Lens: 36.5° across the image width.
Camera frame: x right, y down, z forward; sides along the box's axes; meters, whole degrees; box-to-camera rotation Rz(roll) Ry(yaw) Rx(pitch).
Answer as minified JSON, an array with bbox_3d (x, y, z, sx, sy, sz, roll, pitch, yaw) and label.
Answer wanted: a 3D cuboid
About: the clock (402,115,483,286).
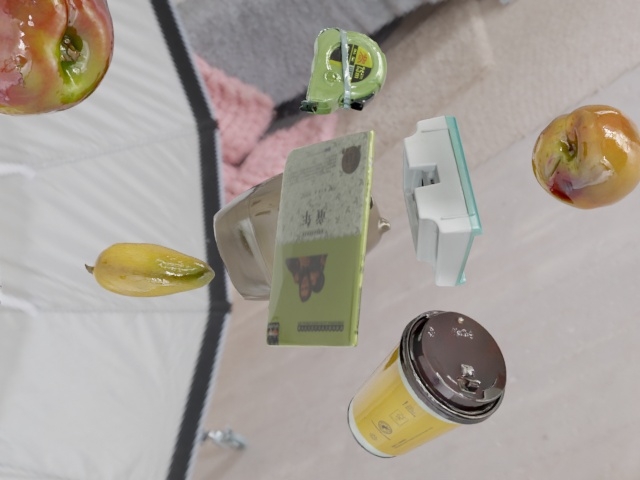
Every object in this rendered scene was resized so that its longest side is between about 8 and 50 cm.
[{"bbox_3d":[0.221,-0.072,1.878,0.231,0.116,0.262,92,172,-61],"label":"clock"}]

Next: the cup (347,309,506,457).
[{"bbox_3d":[0.167,0.247,1.601,0.280,0.196,0.196,-49,22,46],"label":"cup"}]

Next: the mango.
[{"bbox_3d":[-0.419,0.074,2.379,0.176,0.316,0.119,-79,-5,-71],"label":"mango"}]

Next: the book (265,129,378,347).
[{"bbox_3d":[0.000,0.000,1.593,0.239,0.035,0.352,-8,72,53],"label":"book"}]

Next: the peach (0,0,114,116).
[{"bbox_3d":[-0.301,-0.219,0.956,0.197,0.197,0.197,-36,31,27],"label":"peach"}]

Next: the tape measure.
[{"bbox_3d":[0.048,-0.322,1.842,0.087,0.154,0.178,107,171,-73],"label":"tape measure"}]

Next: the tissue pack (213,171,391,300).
[{"bbox_3d":[-0.032,-0.030,2.179,0.276,0.267,0.387,-20,4,33],"label":"tissue pack"}]

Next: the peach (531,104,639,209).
[{"bbox_3d":[0.344,-0.102,1.235,0.138,0.138,0.138,-36,31,27],"label":"peach"}]
